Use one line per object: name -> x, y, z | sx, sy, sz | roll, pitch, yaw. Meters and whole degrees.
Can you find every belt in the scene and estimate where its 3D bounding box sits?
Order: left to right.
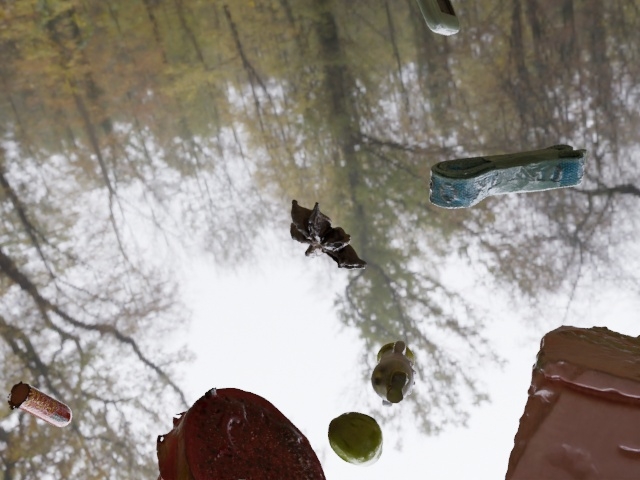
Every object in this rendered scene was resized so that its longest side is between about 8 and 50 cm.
belt -> 0.325, -0.111, 1.352 | 0.302, 0.072, 0.087 | -10, -158, -17

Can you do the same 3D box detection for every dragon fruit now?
dragon fruit -> -0.176, 0.493, 1.560 | 0.249, 0.371, 0.386 | -46, 164, 24

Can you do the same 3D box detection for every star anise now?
star anise -> -0.006, -0.012, 1.679 | 0.063, 0.172, 0.208 | -44, -149, -20

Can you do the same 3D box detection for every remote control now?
remote control -> 0.150, -0.478, 1.299 | 0.038, 0.310, 0.090 | -25, 172, 32

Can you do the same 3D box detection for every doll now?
doll -> 0.137, 0.243, 1.471 | 0.081, 0.129, 0.207 | 12, -171, 5

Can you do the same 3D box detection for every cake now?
cake -> 0.413, 0.290, 1.087 | 0.293, 0.314, 0.306 | 11, -170, 25

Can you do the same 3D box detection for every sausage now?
sausage -> -0.467, 0.286, 1.342 | 0.048, 0.145, 0.050 | -24, -126, 7

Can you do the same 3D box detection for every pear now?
pear -> 0.056, 0.314, 1.267 | 0.092, 0.097, 0.092 | -32, -152, 19

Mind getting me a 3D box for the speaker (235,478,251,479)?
speaker -> -0.088, 0.363, 1.062 | 0.075, 0.060, 0.094 | 9, -169, -5
